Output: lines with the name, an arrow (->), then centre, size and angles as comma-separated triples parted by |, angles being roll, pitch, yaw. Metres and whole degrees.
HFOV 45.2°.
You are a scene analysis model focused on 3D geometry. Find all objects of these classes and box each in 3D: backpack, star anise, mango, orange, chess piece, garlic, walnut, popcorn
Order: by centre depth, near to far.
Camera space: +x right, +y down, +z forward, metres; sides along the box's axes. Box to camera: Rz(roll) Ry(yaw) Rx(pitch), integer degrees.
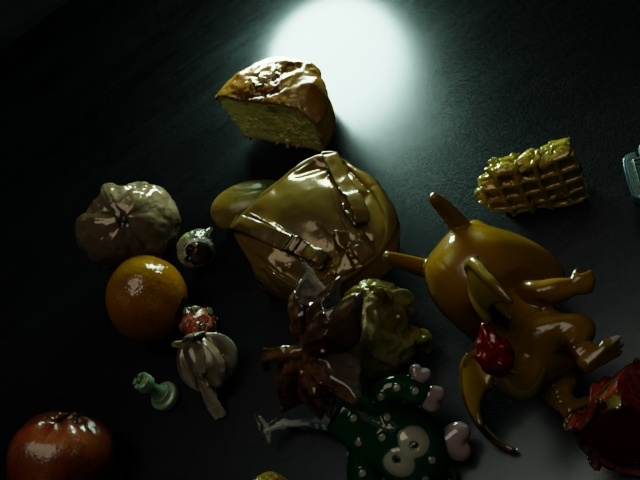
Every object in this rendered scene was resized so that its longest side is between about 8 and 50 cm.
star anise -> -0.020, 0.194, 1.375 | 0.349, 0.109, 0.292 | 31, 101, 61
popcorn -> 0.109, 0.172, 1.470 | 0.187, 0.167, 0.185 | -39, 68, -3
backpack -> -0.004, -0.002, 1.654 | 0.354, 0.201, 0.378 | -37, 45, 2
garlic -> -0.234, 0.285, 1.662 | 0.131, 0.127, 0.194 | -35, 71, 30
chess piece -> -0.367, 0.331, 1.702 | 0.067, 0.103, 0.067 | -16, 52, 21
orange -> -0.408, 0.138, 1.805 | 0.206, 0.206, 0.206 | -16, 51, 21
mango -> -0.179, -0.090, 1.905 | 0.195, 0.091, 0.130 | -26, 46, 1
walnut -> -0.479, -0.034, 1.938 | 0.227, 0.273, 0.273 | 33, 74, -3

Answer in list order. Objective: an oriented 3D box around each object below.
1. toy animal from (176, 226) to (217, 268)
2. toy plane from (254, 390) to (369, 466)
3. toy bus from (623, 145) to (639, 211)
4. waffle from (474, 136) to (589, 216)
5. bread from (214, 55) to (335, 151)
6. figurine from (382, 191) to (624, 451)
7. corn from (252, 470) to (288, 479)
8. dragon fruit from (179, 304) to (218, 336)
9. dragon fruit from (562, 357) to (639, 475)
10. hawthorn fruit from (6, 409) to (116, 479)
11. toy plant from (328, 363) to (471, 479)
toy animal -> -0.290, 0.010, 1.900 | 0.098, 0.098, 0.137 | 12, 44, 37
toy plane -> 0.021, 0.353, 1.481 | 0.273, 0.107, 0.182 | -33, 88, 31
toy bus -> 0.678, -0.117, 1.368 | 0.247, 0.134, 0.113 | -14, 54, 21
waffle -> 0.405, -0.115, 1.514 | 0.211, 0.160, 0.055 | -13, 53, 22
bread -> -0.086, -0.361, 1.974 | 0.340, 0.194, 0.179 | 15, 61, 36
figurine -> 0.308, 0.107, 1.291 | 0.268, 0.401, 0.387 | -28, 45, -5
corn -> -0.041, 0.512, 1.383 | 0.244, 0.093, 0.093 | 30, 77, 41
dragon fruit -> -0.283, 0.188, 1.772 | 0.116, 0.086, 0.081 | 48, 127, 51
dragon fruit -> 0.472, 0.271, 1.173 | 0.161, 0.274, 0.126 | -46, 27, 39
hawthorn fruit -> -0.566, 0.497, 1.645 | 0.224, 0.224, 0.260 | 10, 85, 36
toy plant -> 0.137, 0.352, 1.341 | 0.233, 0.112, 0.243 | -34, 88, 4
